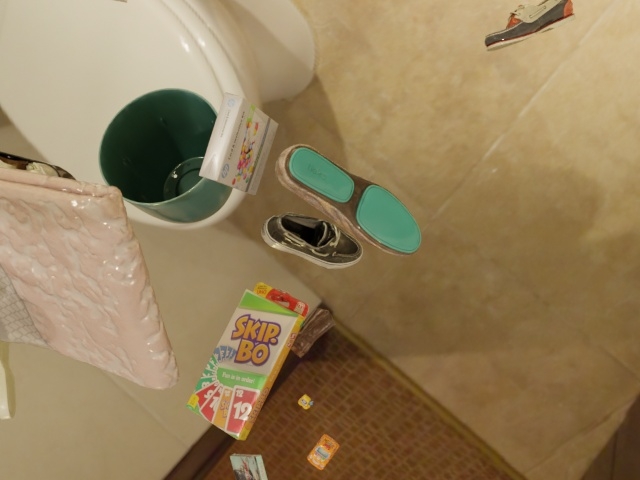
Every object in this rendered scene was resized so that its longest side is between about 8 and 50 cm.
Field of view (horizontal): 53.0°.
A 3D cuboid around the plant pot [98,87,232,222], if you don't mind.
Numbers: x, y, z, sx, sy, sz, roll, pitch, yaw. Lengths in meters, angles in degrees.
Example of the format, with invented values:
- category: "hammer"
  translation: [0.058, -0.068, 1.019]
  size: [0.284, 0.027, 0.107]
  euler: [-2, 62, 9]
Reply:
- category: "plant pot"
  translation: [-0.334, -0.174, 1.526]
  size: [0.293, 0.293, 0.235]
  euler: [21, 166, 18]

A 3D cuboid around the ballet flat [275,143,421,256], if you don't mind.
- category: "ballet flat"
  translation: [0.050, -0.073, 1.187]
  size: [0.316, 0.107, 0.106]
  euler: [36, 162, -19]

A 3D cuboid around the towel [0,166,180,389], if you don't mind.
- category: "towel"
  translation: [-0.358, 0.051, 0.855]
  size: [0.317, 0.053, 0.332]
  euler: [11, 133, 18]

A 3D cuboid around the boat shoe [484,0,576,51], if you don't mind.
- category: "boat shoe"
  translation: [0.255, -0.270, 0.790]
  size: [0.043, 0.137, 0.049]
  euler: [68, 163, -13]

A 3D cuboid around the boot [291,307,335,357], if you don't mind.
- category: "boot"
  translation: [-0.037, 0.177, 1.374]
  size: [0.106, 0.037, 0.114]
  euler: [42, 84, 13]

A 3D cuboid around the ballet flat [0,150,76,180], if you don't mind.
- category: "ballet flat"
  translation: [-0.641, -0.135, 1.347]
  size: [0.096, 0.280, 0.095]
  euler: [8, 85, 53]

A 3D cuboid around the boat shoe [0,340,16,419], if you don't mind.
- category: "boat shoe"
  translation: [-0.664, 0.208, 1.264]
  size: [0.109, 0.091, 0.305]
  euler: [112, 145, -61]

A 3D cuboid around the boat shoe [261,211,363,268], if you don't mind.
- category: "boat shoe"
  translation: [0.000, 0.000, 1.190]
  size: [0.070, 0.219, 0.077]
  euler: [-26, 58, 50]

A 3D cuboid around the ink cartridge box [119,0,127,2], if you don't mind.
- category: "ink cartridge box"
  translation: [-0.457, -0.552, 1.327]
  size: [0.092, 0.143, 0.090]
  euler: [45, 128, 50]

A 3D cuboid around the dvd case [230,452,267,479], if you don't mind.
- category: "dvd case"
  translation: [-0.121, 0.415, 1.116]
  size: [0.119, 0.013, 0.087]
  euler: [-27, 77, 56]

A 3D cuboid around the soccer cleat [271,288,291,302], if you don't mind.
- category: "soccer cleat"
  translation: [-0.103, 0.115, 1.367]
  size: [0.083, 0.035, 0.029]
  euler: [7, 103, -17]

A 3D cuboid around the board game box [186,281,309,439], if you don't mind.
- category: "board game box"
  translation: [-0.128, 0.206, 1.142]
  size: [0.124, 0.259, 0.039]
  euler: [22, 169, 27]

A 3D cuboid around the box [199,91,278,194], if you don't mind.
- category: "box"
  translation: [-0.139, -0.163, 1.130]
  size: [0.038, 0.186, 0.145]
  euler: [18, 90, 16]

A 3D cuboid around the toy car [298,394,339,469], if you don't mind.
- category: "toy car"
  translation: [-0.014, 0.320, 1.084]
  size: [0.122, 0.060, 0.040]
  euler: [51, 147, 21]
